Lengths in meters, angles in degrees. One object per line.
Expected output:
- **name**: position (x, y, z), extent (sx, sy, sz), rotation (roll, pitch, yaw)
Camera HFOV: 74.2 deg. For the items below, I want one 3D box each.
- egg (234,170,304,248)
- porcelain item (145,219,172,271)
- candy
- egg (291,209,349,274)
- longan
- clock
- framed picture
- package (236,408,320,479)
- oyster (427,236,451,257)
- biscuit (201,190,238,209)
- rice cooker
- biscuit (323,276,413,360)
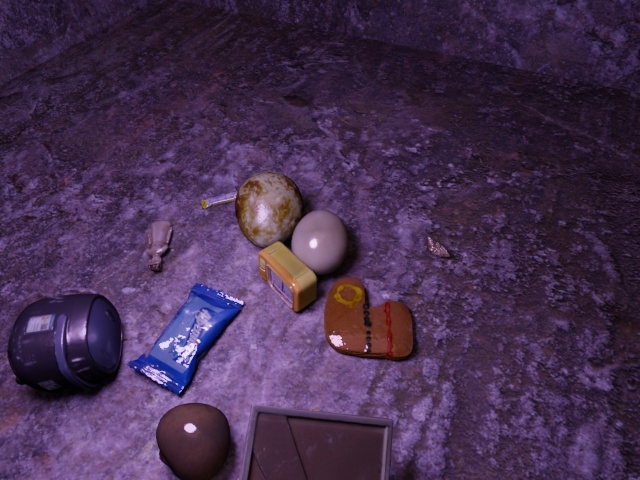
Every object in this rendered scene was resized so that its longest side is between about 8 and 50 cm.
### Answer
- **egg**: position (-0.176, -0.100, 1.453), extent (0.238, 0.238, 0.290), rotation (-1, 57, 2)
- **porcelain item**: position (-0.568, 0.023, 1.484), extent (0.084, 0.054, 0.213), rotation (-10, 50, -2)
- **candy**: position (-0.391, 0.273, 1.259), extent (0.187, 0.077, 0.331), rotation (22, 55, 11)
- **egg**: position (0.000, 0.000, 1.393), extent (0.188, 0.189, 0.254), rotation (0, 42, 3)
- **longan**: position (-0.304, 0.480, 1.023), extent (0.189, 0.189, 0.189), rotation (-1, 50, 1)
- **clock**: position (-0.106, 0.113, 1.332), extent (0.096, 0.143, 0.202), rotation (-31, 55, -30)
- **framed picture**: position (-0.019, 0.577, 0.844), extent (0.325, 0.028, 0.447), rotation (13, 70, -14)
- **package**: position (-0.081, 0.555, 0.952), extent (0.311, 0.221, 0.165), rotation (-39, 80, -26)
- **oyster**: position (0.397, 0.030, 1.432), extent (0.038, 0.081, 0.083), rotation (-40, 22, -1)
- **biscuit**: position (-0.321, -0.176, 1.659), extent (0.291, 0.026, 0.048), rotation (-14, 55, -9)
- **rice cooker**: position (-0.690, 0.279, 1.153), extent (0.224, 0.267, 0.267), rotation (-10, 50, -5)
- **biscuit**: position (0.148, 0.227, 1.285), extent (0.276, 0.052, 0.262), rotation (7, 51, 8)
